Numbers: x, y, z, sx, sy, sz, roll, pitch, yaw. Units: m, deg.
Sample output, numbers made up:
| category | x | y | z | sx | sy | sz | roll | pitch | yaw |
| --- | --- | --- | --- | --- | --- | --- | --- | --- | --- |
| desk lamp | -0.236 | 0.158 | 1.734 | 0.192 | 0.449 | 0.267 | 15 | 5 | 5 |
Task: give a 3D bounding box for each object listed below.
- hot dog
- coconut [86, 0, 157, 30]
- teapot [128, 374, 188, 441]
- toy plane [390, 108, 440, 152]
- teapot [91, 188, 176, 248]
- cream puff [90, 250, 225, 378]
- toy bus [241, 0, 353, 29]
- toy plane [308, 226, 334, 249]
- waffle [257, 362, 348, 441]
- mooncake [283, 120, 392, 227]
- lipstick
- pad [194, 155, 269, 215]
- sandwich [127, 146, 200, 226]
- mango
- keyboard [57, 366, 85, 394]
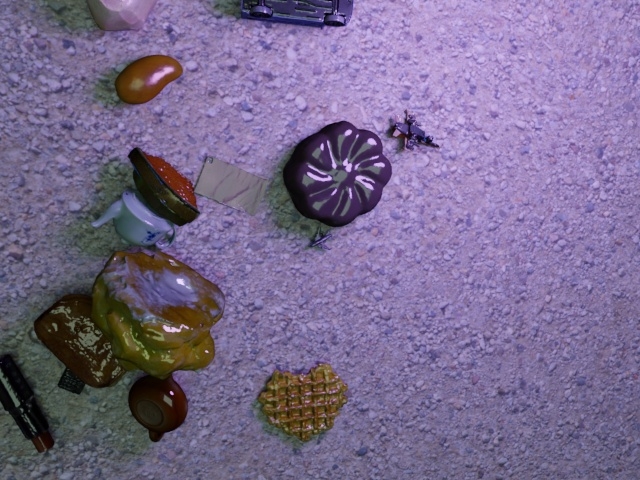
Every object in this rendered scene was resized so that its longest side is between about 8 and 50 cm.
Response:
| category | x | y | z | sx | sy | sz | roll | pitch | yaw |
| --- | --- | --- | --- | --- | --- | --- | --- | --- | --- |
| hot dog | -0.631 | 0.273 | 1.544 | 0.196 | 0.122 | 0.272 | -41 | 106 | 0 |
| coconut | -0.496 | -0.600 | 1.399 | 0.170 | 0.171 | 0.183 | 37 | 88 | -18 |
| teapot | -0.457 | 0.475 | 1.652 | 0.178 | 0.135 | 0.252 | 19 | 119 | 17 |
| toy plane | 0.292 | -0.314 | 1.698 | 0.188 | 0.062 | 0.135 | 15 | 71 | -19 |
| teapot | -0.484 | -0.043 | 1.528 | 0.232 | 0.159 | 0.159 | 25 | 95 | -44 |
| cream puff | -0.429 | 0.217 | 1.488 | 0.378 | 0.378 | 0.276 | 31 | 112 | -17 |
| toy bus | -0.064 | -0.634 | 1.511 | 0.291 | 0.133 | 0.126 | 2 | 95 | -12 |
| toy plane | 0.000 | 0.000 | 1.706 | 0.083 | 0.031 | 0.079 | -26 | 106 | -8 |
| waffle | -0.049 | 0.492 | 1.784 | 0.290 | 0.051 | 0.292 | -2 | 102 | -12 |
| mooncake | 0.049 | -0.186 | 1.621 | 0.305 | 0.154 | 0.306 | -2 | 99 | -13 |
| lipstick | -0.824 | 0.453 | 1.573 | 0.081 | 0.081 | 0.300 | -23 | 105 | -8 |
| pad | -0.252 | -0.155 | 1.628 | 0.187 | 0.006 | 0.113 | 22 | 94 | -18 |
| sandwich | -0.420 | -0.144 | 1.515 | 0.235 | 0.159 | 0.079 | 42 | 106 | -16 |
| mango | -0.448 | -0.424 | 1.486 | 0.184 | 0.085 | 0.102 | -34 | 107 | -11 |
| keyboard | -0.666 | 0.327 | 1.616 | 0.072 | 0.023 | 0.231 | 26 | 94 | -15 |
